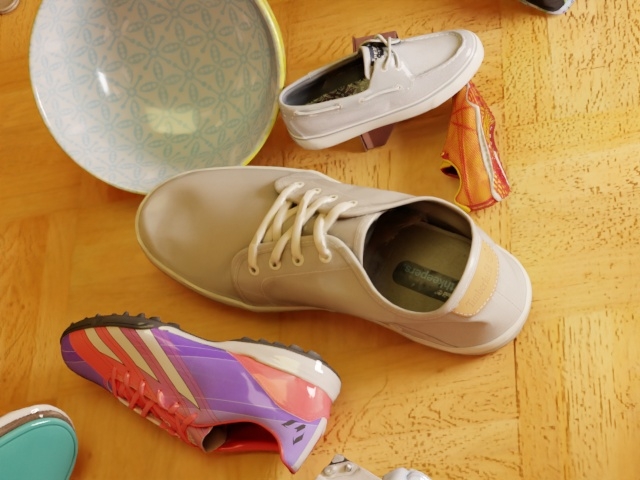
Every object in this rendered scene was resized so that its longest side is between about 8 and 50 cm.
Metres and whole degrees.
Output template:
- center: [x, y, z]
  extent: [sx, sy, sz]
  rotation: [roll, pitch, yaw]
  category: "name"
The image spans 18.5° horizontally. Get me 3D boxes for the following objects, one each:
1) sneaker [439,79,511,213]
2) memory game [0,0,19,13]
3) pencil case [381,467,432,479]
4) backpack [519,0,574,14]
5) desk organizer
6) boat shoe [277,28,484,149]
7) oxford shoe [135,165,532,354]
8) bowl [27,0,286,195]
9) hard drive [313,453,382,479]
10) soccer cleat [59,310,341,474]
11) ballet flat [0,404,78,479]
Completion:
- center: [0.152, -0.107, 2.079]
  extent: [0.067, 0.064, 0.175]
  rotation: [-21, 48, 20]
  category: "sneaker"
- center: [-0.422, -0.351, 2.519]
  extent: [0.186, 0.012, 0.186]
  rotation: [-11, 53, 14]
  category: "memory game"
- center: [0.153, 0.304, 1.676]
  extent: [0.273, 0.124, 0.113]
  rotation: [29, 33, 4]
  category: "pencil case"
- center: [0.250, -0.313, 2.168]
  extent: [0.105, 0.084, 0.114]
  rotation: [29, 71, 28]
  category: "backpack"
- center: [0.066, -0.166, 2.166]
  extent: [0.050, 0.047, 0.130]
  rotation: [-10, 53, 13]
  category: "desk organizer"
- center: [0.061, -0.172, 2.083]
  extent: [0.227, 0.081, 0.079]
  rotation: [-25, 50, 8]
  category: "boat shoe"
- center: [0.000, 0.000, 2.004]
  extent: [0.449, 0.130, 0.169]
  rotation: [15, 72, 28]
  category: "oxford shoe"
- center: [-0.165, -0.202, 2.195]
  extent: [0.289, 0.289, 0.156]
  rotation: [-11, 10, 15]
  category: "bowl"
- center: [0.003, 0.383, 1.790]
  extent: [0.237, 0.064, 0.339]
  rotation: [30, 70, 35]
  category: "hard drive"
- center: [-0.138, 0.152, 1.988]
  extent: [0.318, 0.108, 0.116]
  rotation: [9, 64, 24]
  category: "soccer cleat"
- center: [-0.401, 0.321, 1.970]
  extent: [0.139, 0.139, 0.400]
  rotation: [20, 67, 32]
  category: "ballet flat"
